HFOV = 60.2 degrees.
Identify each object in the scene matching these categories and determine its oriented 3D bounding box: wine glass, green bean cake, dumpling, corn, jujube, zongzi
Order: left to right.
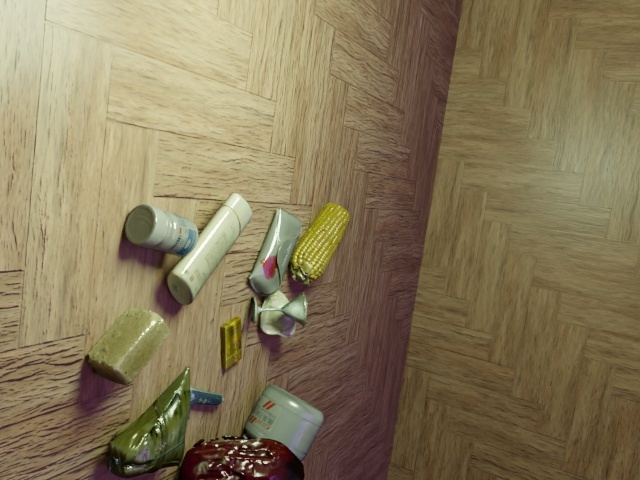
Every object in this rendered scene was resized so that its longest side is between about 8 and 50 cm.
[{"bbox_3d":[-0.468,0.255,1.351,0.179,0.109,0.085,-55,143,-37],"label":"green bean cake"},{"bbox_3d":[-0.442,0.474,1.467,0.251,0.125,0.275,29,72,-68],"label":"zongzi"},{"bbox_3d":[-0.240,0.739,1.706,0.258,0.376,0.259,-173,-90,-88],"label":"jujube"},{"bbox_3d":[-0.156,0.278,1.959,0.134,0.099,0.170,-32,126,-40],"label":"dumpling"},{"bbox_3d":[-0.142,0.235,1.872,0.122,0.182,0.122,180,-90,-77],"label":"wine glass"},{"bbox_3d":[0.000,0.000,2.107,0.387,0.143,0.144,-62,148,-34],"label":"corn"}]

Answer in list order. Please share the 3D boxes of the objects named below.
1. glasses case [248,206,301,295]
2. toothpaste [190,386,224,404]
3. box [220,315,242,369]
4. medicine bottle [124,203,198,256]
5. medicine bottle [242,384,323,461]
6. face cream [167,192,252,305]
[{"bbox_3d":[-0.149,0.033,1.893,0.128,0.083,0.308,49,57,-57],"label":"glasses case"},{"bbox_3d":[-0.360,0.489,1.719,0.197,0.034,0.057,36,62,-57],"label":"toothpaste"},{"bbox_3d":[-0.290,0.334,1.805,0.089,0.022,0.157,-24,121,-57],"label":"box"},{"bbox_3d":[-0.395,-0.023,1.391,0.168,0.104,0.105,25,78,-61],"label":"medicine bottle"},{"bbox_3d":[-0.154,0.698,1.955,0.306,0.245,0.245,-61,149,-14],"label":"medicine bottle"},{"bbox_3d":[-0.304,0.010,1.572,0.349,0.081,0.174,-59,171,-32],"label":"face cream"}]
